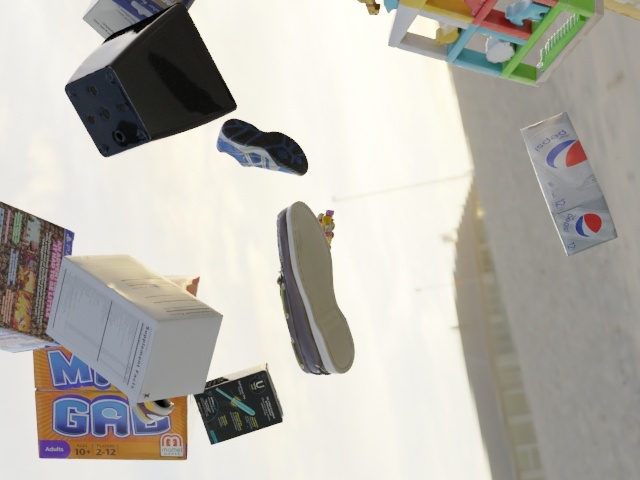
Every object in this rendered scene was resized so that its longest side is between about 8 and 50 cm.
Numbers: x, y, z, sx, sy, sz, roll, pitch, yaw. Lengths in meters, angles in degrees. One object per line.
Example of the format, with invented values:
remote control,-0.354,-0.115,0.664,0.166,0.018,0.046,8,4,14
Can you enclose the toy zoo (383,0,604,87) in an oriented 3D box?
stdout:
toy zoo,0.222,-0.312,1.649,0.192,0.293,0.030,127,153,-58

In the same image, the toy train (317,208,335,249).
toy train,0.000,0.000,2.464,0.166,0.046,0.125,80,-161,-77

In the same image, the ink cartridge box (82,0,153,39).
ink cartridge box,-0.285,-0.474,2.086,0.114,0.273,0.197,43,-167,-19

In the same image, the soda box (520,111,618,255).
soda box,0.421,-0.103,1.997,0.286,0.091,0.098,-93,-22,-56

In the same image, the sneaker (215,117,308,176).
sneaker,-0.123,-0.189,2.480,0.081,0.211,0.080,-46,25,50

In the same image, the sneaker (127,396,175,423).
sneaker,-0.349,0.262,2.241,0.185,0.084,0.069,53,-141,-9

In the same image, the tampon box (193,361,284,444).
tampon box,-0.170,0.341,2.459,0.101,0.161,0.120,-92,-16,-85

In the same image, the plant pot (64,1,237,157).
plant pot,-0.278,-0.231,1.806,0.167,0.187,0.188,-42,-69,-44

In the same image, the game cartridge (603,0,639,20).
game cartridge,0.553,-0.487,2.048,0.324,0.285,0.052,165,117,-68

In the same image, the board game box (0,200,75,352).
board game box,-0.614,0.061,2.157,0.291,0.141,0.232,29,-123,-52

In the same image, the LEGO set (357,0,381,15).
LEGO set,0.139,-0.551,2.608,0.093,0.227,0.087,59,-135,-62

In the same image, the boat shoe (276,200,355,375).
boat shoe,-0.029,0.091,2.132,0.116,0.097,0.324,-25,-78,-52

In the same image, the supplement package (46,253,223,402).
supplement package,-0.287,0.129,1.788,0.134,0.244,0.139,-2,-66,-48

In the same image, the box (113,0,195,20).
box,-0.244,-0.462,1.925,0.136,0.225,0.036,35,-174,5

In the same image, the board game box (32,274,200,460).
board game box,-0.487,0.302,2.880,0.356,0.356,0.356,-90,0,-75
